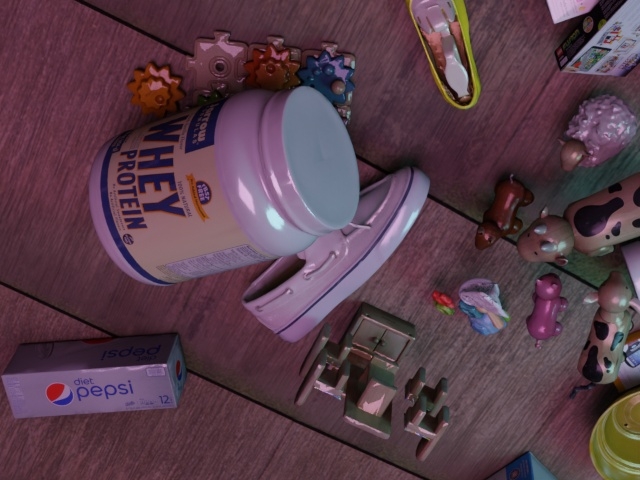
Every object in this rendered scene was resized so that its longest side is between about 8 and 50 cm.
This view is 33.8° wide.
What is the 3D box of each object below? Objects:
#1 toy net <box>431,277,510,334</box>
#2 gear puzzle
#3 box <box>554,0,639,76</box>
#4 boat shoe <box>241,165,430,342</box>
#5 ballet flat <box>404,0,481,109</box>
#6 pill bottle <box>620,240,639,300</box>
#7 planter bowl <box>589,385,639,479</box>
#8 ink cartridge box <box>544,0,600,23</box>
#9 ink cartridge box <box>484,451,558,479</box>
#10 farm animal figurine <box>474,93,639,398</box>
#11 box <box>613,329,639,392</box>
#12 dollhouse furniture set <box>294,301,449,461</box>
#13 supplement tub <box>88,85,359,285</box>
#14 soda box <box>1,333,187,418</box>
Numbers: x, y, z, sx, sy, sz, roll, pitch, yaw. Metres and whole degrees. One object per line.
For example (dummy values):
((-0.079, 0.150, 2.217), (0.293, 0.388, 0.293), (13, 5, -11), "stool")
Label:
((0.233, 0.088, 1.588), (0.122, 0.232, 0.045), (31, 78, 11), "toy net")
((-0.120, -0.215, 1.548), (0.339, 0.044, 0.175), (6, 117, 2), "gear puzzle")
((0.412, -0.291, 1.386), (0.114, 0.036, 0.207), (0, 153, -24), "box")
((0.000, -0.004, 1.597), (0.156, 0.135, 0.367), (34, 123, -17), "boat shoe")
((0.173, -0.286, 1.467), (0.077, 0.077, 0.231), (-17, 113, 14), "ballet flat")
((0.577, 0.019, 1.546), (0.246, 0.136, 0.136), (-19, 113, 14), "pill bottle")
((0.539, 0.303, 1.715), (0.217, 0.090, 0.217), (1, 118, 2), "planter bowl")
((0.363, -0.365, 1.403), (0.143, 0.090, 0.092), (-18, 114, 14), "ink cartridge box")
((0.323, 0.521, 1.801), (0.233, 0.171, 0.168), (-39, 107, 22), "ink cartridge box")
((0.374, 0.009, 1.465), (0.327, 0.172, 0.330), (-42, 74, 19), "farm animal figurine")
((0.525, 0.183, 1.695), (0.136, 0.028, 0.081), (-27, 111, 15), "box")
((0.068, 0.235, 1.643), (0.212, 0.242, 0.161), (25, 116, -7), "dollhouse furniture set")
((-0.134, -0.076, 1.476), (0.325, 0.235, 0.235), (-14, 115, 29), "supplement tub")
((-0.375, 0.226, 1.761), (0.286, 0.098, 0.091), (-5, 117, 8), "soda box")
